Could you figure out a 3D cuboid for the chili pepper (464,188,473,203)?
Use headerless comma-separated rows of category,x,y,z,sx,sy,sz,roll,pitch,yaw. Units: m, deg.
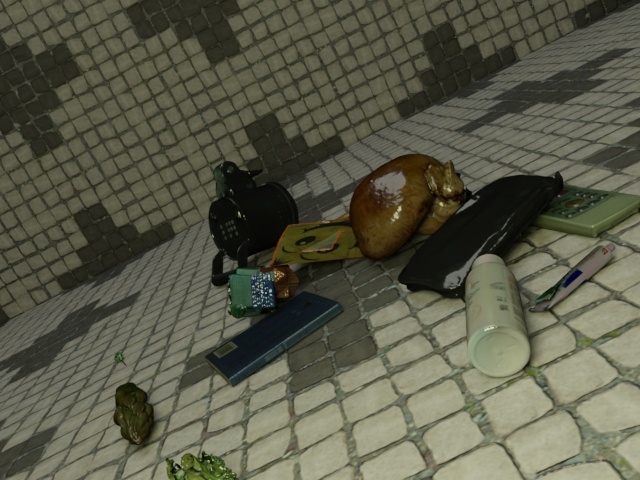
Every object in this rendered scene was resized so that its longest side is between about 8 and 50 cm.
chili pepper,0.285,-0.092,1.550,0.108,0.062,0.216,-43,21,-29

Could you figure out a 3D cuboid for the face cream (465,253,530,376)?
face cream,0.251,0.094,0.918,0.082,0.082,0.269,-22,15,18

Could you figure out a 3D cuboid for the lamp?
lamp,-0.198,-0.054,1.968,0.272,0.374,0.205,2,-14,-38

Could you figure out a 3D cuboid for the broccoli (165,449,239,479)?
broccoli,-0.160,0.323,0.849,0.095,0.092,0.097,-28,43,0

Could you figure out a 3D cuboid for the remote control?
remote control,0.458,-0.062,1.170,0.123,0.038,0.285,-29,15,-8

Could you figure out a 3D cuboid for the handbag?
handbag,0.296,-0.015,1.169,0.332,0.075,0.191,-42,16,-18

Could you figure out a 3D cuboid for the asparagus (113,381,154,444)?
asparagus,-0.362,0.328,1.224,0.080,0.080,0.287,-31,15,-12

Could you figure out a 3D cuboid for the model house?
model house,-0.111,0.109,1.420,0.148,0.120,0.148,0,-8,-43

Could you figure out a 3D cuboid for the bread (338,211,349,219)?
bread,0.097,-0.061,1.779,0.115,0.056,0.082,-19,17,30

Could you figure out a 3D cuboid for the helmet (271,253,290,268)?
helmet,-0.109,0.092,1.622,0.089,0.057,0.111,-60,6,41

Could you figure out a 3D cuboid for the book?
book,-0.100,0.195,1.311,0.269,0.025,0.191,-32,16,-19

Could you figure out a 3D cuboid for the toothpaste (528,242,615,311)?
toothpaste,0.377,0.055,0.934,0.170,0.028,0.045,-35,5,-17

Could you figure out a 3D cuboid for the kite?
kite,0.000,0.002,1.631,0.327,0.013,0.377,-28,28,-32

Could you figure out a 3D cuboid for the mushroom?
mushroom,0.191,-0.089,1.429,0.283,0.195,0.263,-20,15,25

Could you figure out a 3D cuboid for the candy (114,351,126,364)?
candy,-0.528,0.318,1.672,0.025,0.023,0.083,-25,22,-24
